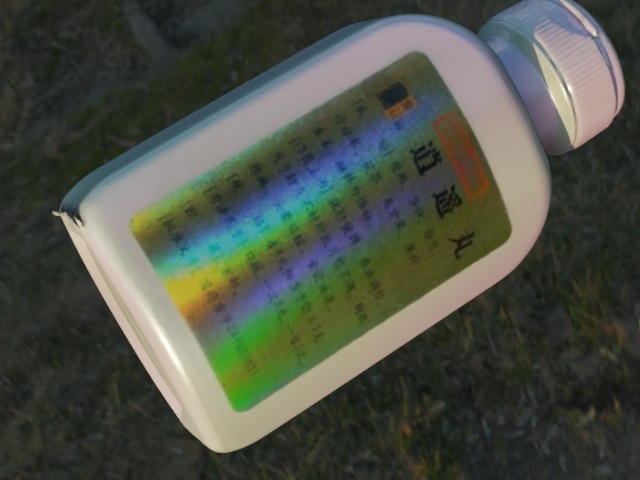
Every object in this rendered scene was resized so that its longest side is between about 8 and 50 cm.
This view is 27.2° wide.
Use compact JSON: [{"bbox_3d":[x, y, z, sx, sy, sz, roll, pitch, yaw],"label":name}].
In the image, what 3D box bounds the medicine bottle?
[{"bbox_3d":[0.018,-0.021,0.519,0.219,0.115,0.078,-32,13,-15],"label":"medicine bottle"}]
